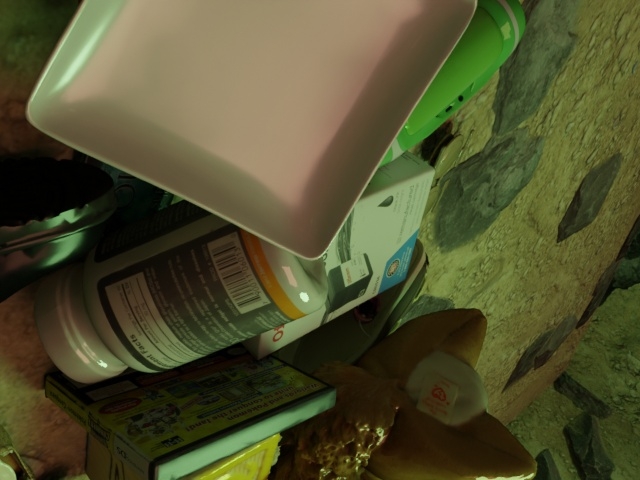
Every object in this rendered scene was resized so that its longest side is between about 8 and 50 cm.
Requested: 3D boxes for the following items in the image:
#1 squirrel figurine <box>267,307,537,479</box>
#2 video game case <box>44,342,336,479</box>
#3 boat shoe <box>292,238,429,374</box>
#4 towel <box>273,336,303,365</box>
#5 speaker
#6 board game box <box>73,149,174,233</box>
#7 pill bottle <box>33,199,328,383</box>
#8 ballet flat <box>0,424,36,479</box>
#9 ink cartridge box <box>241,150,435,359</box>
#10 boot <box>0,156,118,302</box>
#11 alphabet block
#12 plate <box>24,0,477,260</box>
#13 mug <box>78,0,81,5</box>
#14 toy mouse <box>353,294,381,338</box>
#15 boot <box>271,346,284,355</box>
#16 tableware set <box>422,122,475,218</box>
[{"bbox_3d":[0.087,0.331,1.058,0.397,0.281,0.370,-3,144,-23],"label":"squirrel figurine"},{"bbox_3d":[-0.162,0.193,0.822,0.275,0.248,0.035,-10,110,-46],"label":"video game case"},{"bbox_3d":[0.079,0.136,1.131,0.324,0.116,0.097,-51,144,-15],"label":"boat shoe"},{"bbox_3d":[-0.041,0.175,1.148,0.325,0.038,0.248,-33,143,-26],"label":"towel"},{"bbox_3d":[0.143,-0.230,0.887,0.296,0.131,0.131,-42,147,-13],"label":"speaker"},{"bbox_3d":[-0.200,-0.091,0.695,0.126,0.026,0.186,-4,125,-50],"label":"board game box"},{"bbox_3d":[-0.145,0.045,0.688,0.278,0.162,0.162,-22,149,12],"label":"pill bottle"},{"bbox_3d":[-0.397,0.302,0.806,0.073,0.067,0.206,-34,145,-28],"label":"ballet flat"},{"bbox_3d":[0.000,0.000,0.935,0.307,0.129,0.223,-24,140,-35],"label":"ink cartridge box"},{"bbox_3d":[-0.338,0.083,0.594,0.348,0.131,0.260,-22,132,-22],"label":"boot"},{"bbox_3d":[-0.203,0.308,0.931,0.192,0.197,0.193,-19,136,-40],"label":"alphabet block"},{"bbox_3d":[-0.046,-0.154,0.528,0.278,0.045,0.277,27,100,-26],"label":"plate"},{"bbox_3d":[-0.138,-0.222,0.544,0.169,0.113,0.150,63,29,-51],"label":"mug"},{"bbox_3d":[0.054,0.087,1.068,0.143,0.161,0.031,-27,156,-31],"label":"toy mouse"},{"bbox_3d":[-0.056,0.139,1.029,0.158,0.059,0.084,-14,146,-50],"label":"boot"},{"bbox_3d":[0.195,-0.111,1.153,0.128,0.039,0.194,-32,151,-47],"label":"tableware set"}]
